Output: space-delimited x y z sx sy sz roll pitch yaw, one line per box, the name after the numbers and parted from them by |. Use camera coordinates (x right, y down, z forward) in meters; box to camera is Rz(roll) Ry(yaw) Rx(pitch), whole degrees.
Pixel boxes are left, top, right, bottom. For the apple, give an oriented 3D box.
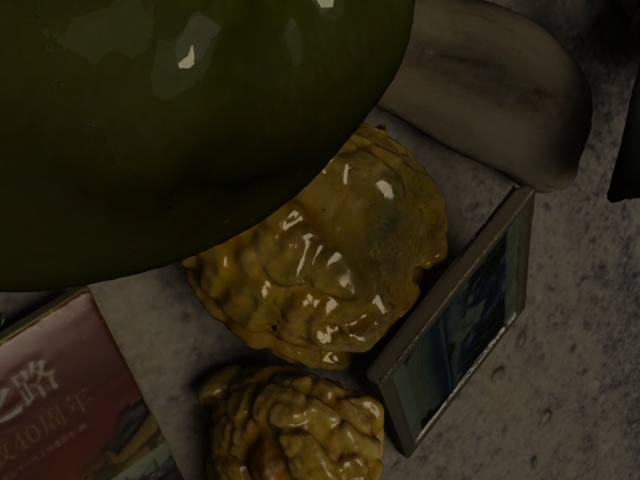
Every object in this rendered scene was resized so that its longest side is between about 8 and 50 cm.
-0.162 -0.189 0.555 0.474 0.474 0.473 -11 110 -32 | apple

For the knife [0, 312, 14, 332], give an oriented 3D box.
-0.311 0.083 0.779 0.212 0.015 0.054 4 101 -36 | knife

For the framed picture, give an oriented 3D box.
0.139 0.095 1.000 0.232 0.024 0.315 -50 157 -12 | framed picture

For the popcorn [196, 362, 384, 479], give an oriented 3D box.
-0.029 0.183 0.917 0.140 0.194 0.163 2 62 -41 | popcorn

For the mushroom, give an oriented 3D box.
0.134 -0.166 0.947 0.407 0.137 0.154 19 106 -44 | mushroom

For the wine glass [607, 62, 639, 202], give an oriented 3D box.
0.326 -0.266 0.913 0.267 0.267 0.406 -19 88 -30 | wine glass

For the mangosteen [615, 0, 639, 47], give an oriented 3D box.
0.412 -0.274 1.092 0.217 0.192 0.192 20 92 -5 | mangosteen

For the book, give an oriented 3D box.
-0.237 0.254 0.843 0.263 0.028 0.373 -33 122 -23 | book

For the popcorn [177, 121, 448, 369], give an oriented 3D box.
0.000 0.000 0.874 0.250 0.190 0.250 -2 93 -35 | popcorn
